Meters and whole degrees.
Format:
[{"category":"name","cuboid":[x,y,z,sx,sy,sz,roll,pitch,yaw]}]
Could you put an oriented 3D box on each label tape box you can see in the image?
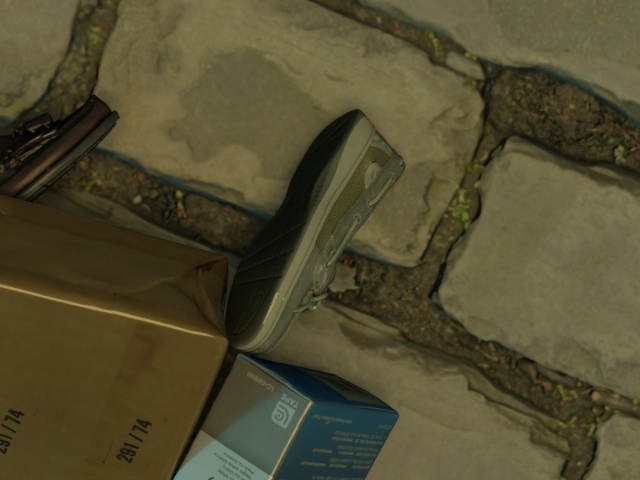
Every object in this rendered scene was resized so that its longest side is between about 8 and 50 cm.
[{"category":"label tape box","cuboid":[-0.077,0.309,1.740,0.115,0.249,0.348,32,95,26]}]

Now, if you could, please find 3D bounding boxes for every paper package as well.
[{"category":"paper package","cuboid":[-0.281,0.148,1.673,0.309,0.168,0.325,15,119,-14]}]

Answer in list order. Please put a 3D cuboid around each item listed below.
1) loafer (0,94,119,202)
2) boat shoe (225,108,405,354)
[{"category":"loafer","cuboid":[-0.358,-0.066,1.712,0.302,0.109,0.095,-40,99,2]},{"category":"boat shoe","cuboid":[-0.001,0.000,1.727,0.103,0.118,0.320,40,55,-21]}]
